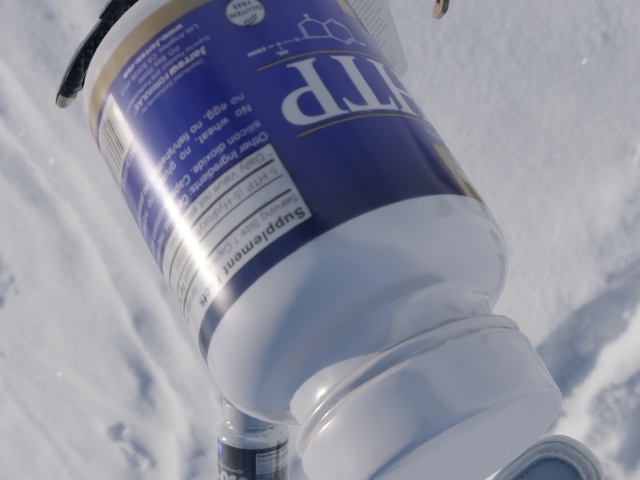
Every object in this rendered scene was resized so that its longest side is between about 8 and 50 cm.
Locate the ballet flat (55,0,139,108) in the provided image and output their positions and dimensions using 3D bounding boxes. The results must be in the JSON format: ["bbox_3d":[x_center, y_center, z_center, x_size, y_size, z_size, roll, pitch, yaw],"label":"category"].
[{"bbox_3d":[-0.272,-0.229,1.465,0.049,0.057,0.173,32,108,-20],"label":"ballet flat"}]

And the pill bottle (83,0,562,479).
[{"bbox_3d":[0.000,0.000,0.421,0.186,0.112,0.112,59,155,26],"label":"pill bottle"}]

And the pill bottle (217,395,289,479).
[{"bbox_3d":[-0.072,0.231,1.279,0.078,0.078,0.137,11,108,31],"label":"pill bottle"}]

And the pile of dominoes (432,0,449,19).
[{"bbox_3d":[0.143,-0.359,1.149,0.040,0.196,0.251,12,149,-12],"label":"pile of dominoes"}]

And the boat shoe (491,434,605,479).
[{"bbox_3d":[0.182,0.344,1.245,0.118,0.103,0.320,38,106,8],"label":"boat shoe"}]

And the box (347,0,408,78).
[{"bbox_3d":[-0.060,-0.306,1.466,0.215,0.168,0.345,7,136,33],"label":"box"}]
